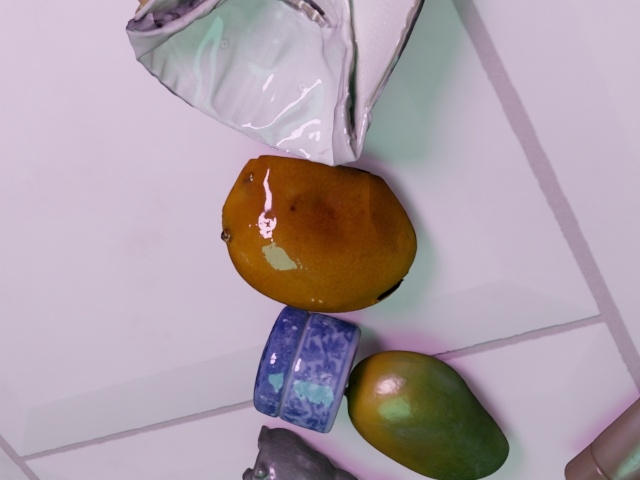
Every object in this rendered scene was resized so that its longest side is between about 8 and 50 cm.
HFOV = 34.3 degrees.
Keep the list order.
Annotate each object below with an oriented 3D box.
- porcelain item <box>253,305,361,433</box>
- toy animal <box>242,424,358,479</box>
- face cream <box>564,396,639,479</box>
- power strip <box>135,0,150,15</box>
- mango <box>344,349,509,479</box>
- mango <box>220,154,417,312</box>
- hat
[{"bbox_3d":[-0.021,0.163,1.328,0.114,0.147,0.147,18,129,2],"label":"porcelain item"},{"bbox_3d":[-0.001,0.363,1.489,0.236,0.138,0.108,31,94,-3],"label":"toy animal"},{"bbox_3d":[0.447,0.218,1.287,0.137,0.084,0.341,40,120,-3],"label":"face cream"},{"bbox_3d":[-0.106,-0.326,1.056,0.064,0.044,0.305,36,126,-12],"label":"power strip"},{"bbox_3d":[0.141,0.234,1.365,0.156,0.114,0.251,-38,122,22],"label":"mango"},{"bbox_3d":[0.000,0.000,1.204,0.236,0.136,0.166,8,87,-15],"label":"mango"},{"bbox_3d":[-0.029,-0.238,1.054,0.257,0.168,0.301,29,103,-9],"label":"hat"}]
